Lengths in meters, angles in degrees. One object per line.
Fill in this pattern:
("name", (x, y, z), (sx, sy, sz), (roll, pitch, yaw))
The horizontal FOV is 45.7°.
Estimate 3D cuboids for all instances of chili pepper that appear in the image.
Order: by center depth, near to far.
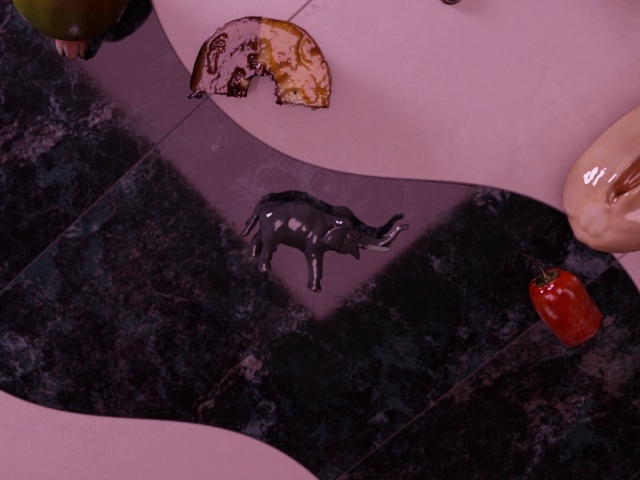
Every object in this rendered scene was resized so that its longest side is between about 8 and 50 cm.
("chili pepper", (0.395, 0.090, 1.277), (0.086, 0.084, 0.192), (-43, 105, -6))

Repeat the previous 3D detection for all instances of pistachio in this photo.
("pistachio", (0.517, -0.105, 1.189), (0.299, 0.187, 0.187), (-41, 100, 4))

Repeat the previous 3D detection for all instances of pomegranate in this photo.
("pomegranate", (-0.378, -0.364, 1.141), (0.180, 0.180, 0.209), (17, 133, -3))

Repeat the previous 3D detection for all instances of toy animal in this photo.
("toy animal", (0.001, 0.010, 1.262), (0.269, 0.082, 0.137), (12, 105, -1))

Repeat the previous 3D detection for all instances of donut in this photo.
("donut", (-0.085, -0.275, 1.191), (0.217, 0.085, 0.141), (10, 104, -3))

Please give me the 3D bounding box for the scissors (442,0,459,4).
("scissors", (0.224, -0.478, 1.169), (0.088, 0.017, 0.220), (25, 103, -5))
